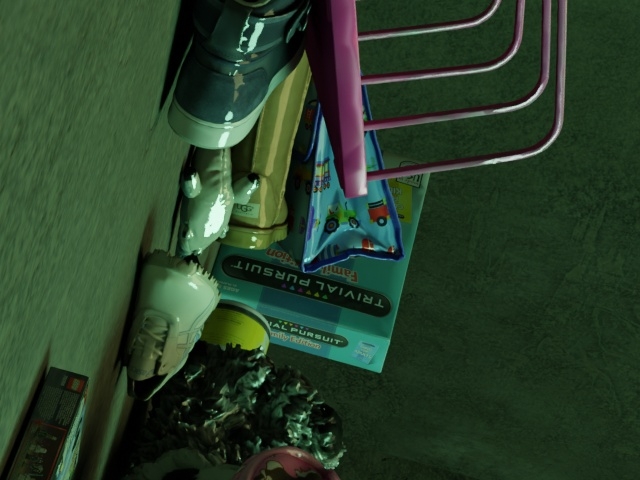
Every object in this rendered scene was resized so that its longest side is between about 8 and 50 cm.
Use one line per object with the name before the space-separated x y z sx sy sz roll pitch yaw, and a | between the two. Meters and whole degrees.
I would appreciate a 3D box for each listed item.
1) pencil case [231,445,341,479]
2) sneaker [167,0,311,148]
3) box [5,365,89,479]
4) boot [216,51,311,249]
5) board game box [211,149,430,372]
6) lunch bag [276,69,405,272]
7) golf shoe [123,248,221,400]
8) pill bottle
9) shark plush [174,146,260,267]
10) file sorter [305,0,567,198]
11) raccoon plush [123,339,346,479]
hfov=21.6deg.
pencil case | -0.103 0.347 1.412 0.386 0.167 0.160 -51 -147 27
sneaker | -0.043 -0.192 1.240 0.226 0.086 0.163 -74 -179 -52
box | -0.172 0.156 0.994 0.094 0.027 0.137 107 -1 -48
boot | -0.054 -0.135 1.915 0.236 0.089 0.270 -108 -151 -81
board game box | 0.000 0.000 2.328 0.079 0.253 0.336 104 1 -49
lunch bag | 0.004 -0.134 2.045 0.221 0.138 0.293 -137 -138 -70
golf shoe | -0.129 0.075 1.383 0.176 0.069 0.086 103 9 -59
pill bottle | -0.128 0.169 2.013 0.103 0.103 0.184 105 1 -53
shark plush | -0.105 -0.029 1.538 0.067 0.073 0.161 -121 -148 -47
file sorter | 0.077 -0.210 1.338 0.291 0.182 0.202 -104 -173 -51
raccoon plush | -0.129 0.312 1.713 0.446 0.216 0.299 105 8 -54
